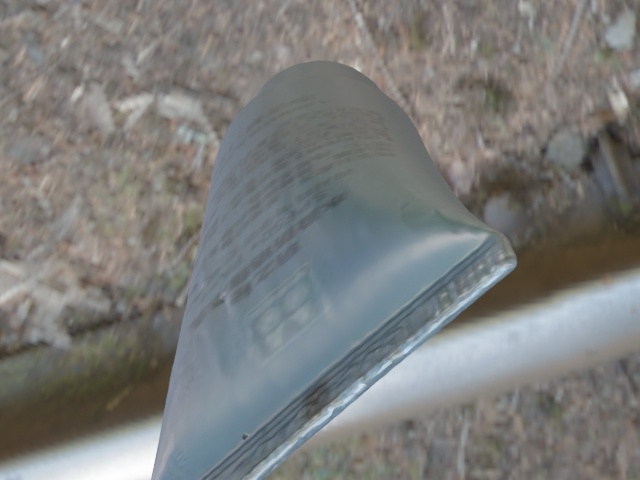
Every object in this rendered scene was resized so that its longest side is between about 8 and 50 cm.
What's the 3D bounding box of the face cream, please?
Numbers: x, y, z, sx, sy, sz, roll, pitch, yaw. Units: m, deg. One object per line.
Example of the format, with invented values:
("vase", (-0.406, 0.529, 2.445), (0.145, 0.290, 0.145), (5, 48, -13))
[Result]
("face cream", (0.000, 0.000, 0.699), (0.135, 0.385, 0.086), (-41, 101, 10))
